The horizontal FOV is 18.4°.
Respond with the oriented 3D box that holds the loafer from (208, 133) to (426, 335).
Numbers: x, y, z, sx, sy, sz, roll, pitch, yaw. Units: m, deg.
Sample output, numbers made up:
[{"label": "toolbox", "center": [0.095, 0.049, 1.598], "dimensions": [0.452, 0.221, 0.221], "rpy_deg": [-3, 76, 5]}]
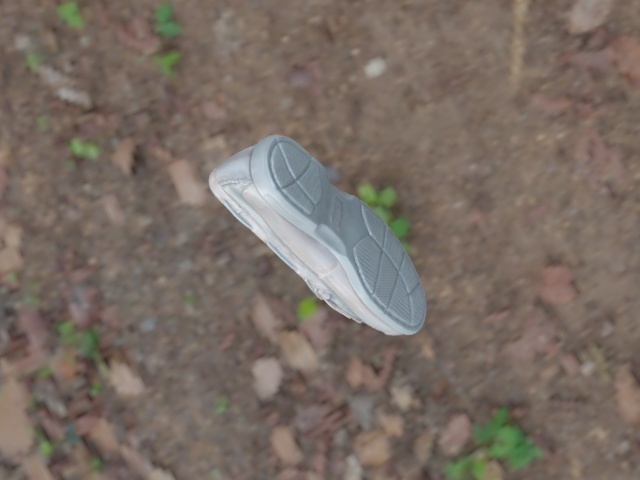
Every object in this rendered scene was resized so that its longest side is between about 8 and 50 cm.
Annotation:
[{"label": "loafer", "center": [0.000, 0.000, 0.886], "dimensions": [0.039, 0.045, 0.125], "rpy_deg": [-16, 132, 35]}]
